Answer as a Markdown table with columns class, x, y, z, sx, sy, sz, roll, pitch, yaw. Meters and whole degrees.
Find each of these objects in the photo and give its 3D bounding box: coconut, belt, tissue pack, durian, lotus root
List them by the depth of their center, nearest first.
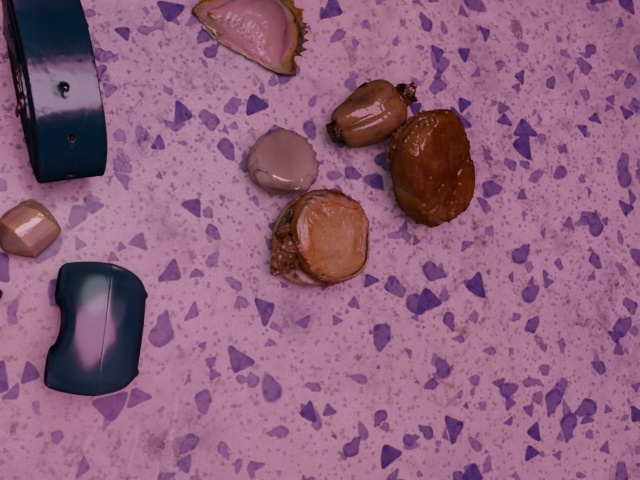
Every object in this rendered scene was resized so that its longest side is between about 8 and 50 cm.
| class | x | y | z | sx | sy | sz | roll | pitch | yaw |
| --- | --- | --- | --- | --- | --- | --- | --- | --- | --- |
| belt | -0.574 | -0.339 | 1.759 | 0.173 | 0.300 | 0.436 | -6 | 83 | -24 |
| tissue pack | -0.478 | 0.191 | 1.783 | 0.206 | 0.198 | 0.287 | 7 | 78 | -19 |
| coconut | -0.643 | -0.020 | 1.791 | 0.116 | 0.116 | 0.122 | 49 | 65 | -9 |
| durian | -0.135 | -0.551 | 2.024 | 0.305 | 0.196 | 0.185 | 39 | 65 | -11 |
| lotus root | 0.130 | -0.329 | 2.126 | 0.257 | 0.140 | 0.154 | -27 | 82 | -17 |

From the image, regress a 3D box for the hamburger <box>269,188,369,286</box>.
| class | x | y | z | sx | sy | sz | roll | pitch | yaw |
| --- | --- | --- | --- | --- | --- | --- | --- | --- | --- |
| hamburger | 0.000 | 0.000 | 2.031 | 0.286 | 0.146 | 0.243 | -45 | 106 | -27 |

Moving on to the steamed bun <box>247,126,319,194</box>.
| class | x | y | z | sx | sy | sz | roll | pitch | yaw |
| --- | --- | --- | --- | --- | --- | --- | --- | --- | --- |
| steamed bun | -0.094 | -0.188 | 2.034 | 0.183 | 0.106 | 0.182 | 7 | 66 | -16 |

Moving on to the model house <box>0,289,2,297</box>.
| class | x | y | z | sx | sy | sz | roll | pitch | yaw |
| --- | --- | --- | --- | --- | --- | --- | --- | --- | --- |
| model house | -0.787 | 0.160 | 1.679 | 0.218 | 0.205 | 0.278 | 60 | 40 | -45 |

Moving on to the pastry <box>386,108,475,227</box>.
| class | x | y | z | sx | sy | sz | roll | pitch | yaw |
| --- | --- | --- | --- | --- | --- | --- | --- | --- | --- |
| pastry | 0.282 | -0.194 | 2.141 | 0.255 | 0.162 | 0.310 | -30 | 119 | -30 |
